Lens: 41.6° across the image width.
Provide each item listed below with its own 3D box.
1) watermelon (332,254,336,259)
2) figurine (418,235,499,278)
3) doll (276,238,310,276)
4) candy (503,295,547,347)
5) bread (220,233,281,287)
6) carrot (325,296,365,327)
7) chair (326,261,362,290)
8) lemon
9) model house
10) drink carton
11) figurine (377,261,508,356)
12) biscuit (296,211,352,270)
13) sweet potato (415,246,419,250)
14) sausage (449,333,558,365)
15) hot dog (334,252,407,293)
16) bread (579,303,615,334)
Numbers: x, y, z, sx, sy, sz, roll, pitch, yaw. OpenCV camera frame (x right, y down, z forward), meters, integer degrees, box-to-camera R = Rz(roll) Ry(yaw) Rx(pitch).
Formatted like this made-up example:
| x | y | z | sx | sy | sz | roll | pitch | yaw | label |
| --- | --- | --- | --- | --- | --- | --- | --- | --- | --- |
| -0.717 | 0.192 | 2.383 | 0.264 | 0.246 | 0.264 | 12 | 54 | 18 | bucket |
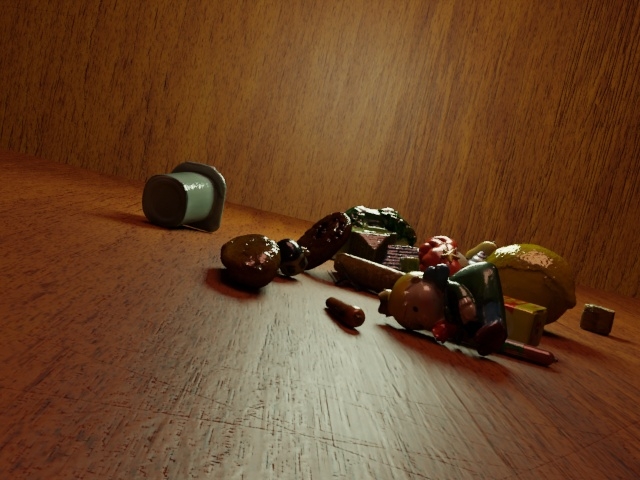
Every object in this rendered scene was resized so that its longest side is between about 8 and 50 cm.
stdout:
| x | y | z | sx | sy | sz | roll | pitch | yaw | label |
| --- | --- | --- | --- | --- | --- | --- | --- | --- | --- |
| 0.110 | 0.015 | 2.523 | 0.241 | 0.154 | 0.094 | -1 | 9 | -15 | watermelon |
| 0.345 | 0.078 | 2.217 | 0.257 | 0.181 | 0.208 | 7 | 48 | -42 | figurine |
| -0.075 | 0.040 | 1.926 | 0.102 | 0.089 | 0.179 | -28 | 0 | -8 | doll |
| 0.316 | 0.145 | 1.746 | 0.276 | 0.088 | 0.146 | 15 | 4 | 24 | candy |
| -0.136 | 0.045 | 1.688 | 0.124 | 0.084 | 0.344 | -9 | 8 | -6 | bread |
| 0.038 | 0.123 | 1.535 | 0.037 | 0.037 | 0.190 | 12 | 4 | -18 | carrot |
| 0.055 | 0.093 | 1.959 | 0.086 | 0.042 | 0.037 | 51 | 15 | 10 | chair |
| 0.491 | 0.106 | 2.024 | 0.260 | 0.204 | 0.204 | 17 | 6 | 34 | lemon |
| 0.162 | 0.029 | 2.135 | 0.214 | 0.195 | 0.189 | 10 | 13 | -13 | model house |
| -0.393 | -0.121 | 2.351 | 0.185 | 0.191 | 0.189 | 18 | 12 | 22 | drink carton |
| 0.218 | 0.133 | 1.545 | 0.234 | 0.185 | 0.127 | -10 | -31 | 13 | figurine |
| 0.000 | 0.000 | 2.097 | 0.049 | 0.192 | 0.192 | 47 | -6 | -18 | biscuit |
| 0.270 | 0.070 | 2.383 | 0.109 | 0.109 | 0.385 | 18 | 7 | 43 | sweet potato |
| 0.330 | 0.193 | 1.569 | 0.223 | 0.029 | 0.029 | 15 | 5 | 15 | sausage |
| 0.158 | 0.096 | 1.966 | 0.289 | 0.068 | 0.083 | 20 | -7 | 28 | hot dog |
| 0.741 | 0.210 | 2.258 | 0.083 | 0.070 | 0.077 | 15 | 4 | 28 | bread |
